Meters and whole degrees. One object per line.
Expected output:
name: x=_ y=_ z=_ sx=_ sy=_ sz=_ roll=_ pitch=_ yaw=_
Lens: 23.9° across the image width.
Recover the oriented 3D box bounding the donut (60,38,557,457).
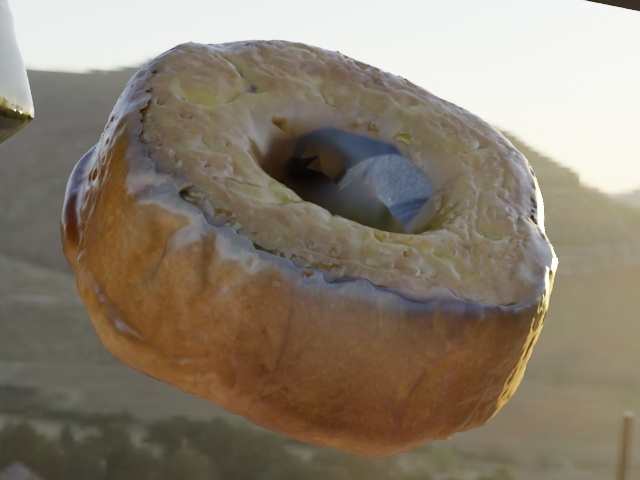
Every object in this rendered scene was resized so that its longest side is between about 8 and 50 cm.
donut: x=0.000 y=0.000 z=0.979 sx=0.317 sy=0.150 sz=0.299 roll=-9 pitch=53 yaw=-37

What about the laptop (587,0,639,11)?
laptop: x=0.103 y=-0.120 z=0.454 sx=0.129 sy=0.016 sz=0.180 roll=19 pitch=-21 yaw=31

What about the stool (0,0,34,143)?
stool: x=-0.302 y=-0.114 z=0.933 sx=0.232 sy=0.141 sz=0.232 roll=-11 pitch=-11 yaw=-2
